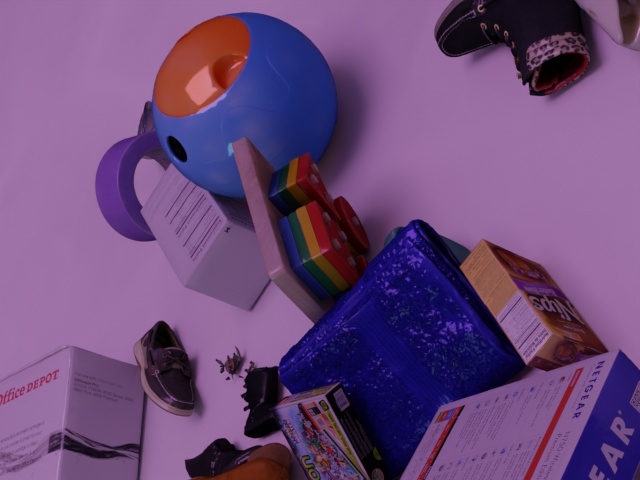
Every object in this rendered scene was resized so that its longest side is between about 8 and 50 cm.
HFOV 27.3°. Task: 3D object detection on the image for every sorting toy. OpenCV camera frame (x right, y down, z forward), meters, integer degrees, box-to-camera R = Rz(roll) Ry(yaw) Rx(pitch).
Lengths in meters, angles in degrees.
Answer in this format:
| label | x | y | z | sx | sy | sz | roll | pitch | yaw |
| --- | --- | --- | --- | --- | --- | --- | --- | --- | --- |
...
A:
| label | x | y | z | sx | sy | sz | roll | pitch | yaw |
| --- | --- | --- | --- | --- | --- | --- | --- | --- | --- |
| sorting toy | 0.000 | 0.000 | 1.827 | 0.089 | 0.257 | 0.255 | -29 | 49 | 12 |

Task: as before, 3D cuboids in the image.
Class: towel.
| label | x | y | z | sx | sy | sz | roll | pitch | yaw |
| --- | --- | --- | --- | --- | --- | --- | --- | --- | --- |
| towel | 0.092 | 0.152 | 1.667 | 0.227 | 0.076 | 0.308 | 51 | 122 | 15 |

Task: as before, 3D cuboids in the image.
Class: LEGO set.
| label | x | y | z | sx | sy | sz | roll | pitch | yaw |
| --- | --- | --- | --- | --- | --- | --- | --- | --- | --- |
| LEGO set | -0.131 | 0.200 | 2.081 | 0.083 | 0.023 | 0.054 | 36 | 104 | 41 |

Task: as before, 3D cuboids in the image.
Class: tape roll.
| label | x | y | z | sx | sy | sz | roll | pitch | yaw |
| --- | --- | --- | --- | --- | --- | --- | --- | --- | --- |
| tape roll | -0.293 | -0.094 | 2.306 | 0.080 | 0.189 | 0.189 | -7 | 66 | 51 |

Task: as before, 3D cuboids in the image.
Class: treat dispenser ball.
| label | x | y | z | sx | sy | sz | roll | pitch | yaw |
| --- | --- | --- | --- | --- | --- | --- | --- | --- | --- |
| treat dispenser ball | -0.117 | -0.209 | 2.045 | 0.288 | 0.288 | 0.288 | -29 | 50 | 42 |

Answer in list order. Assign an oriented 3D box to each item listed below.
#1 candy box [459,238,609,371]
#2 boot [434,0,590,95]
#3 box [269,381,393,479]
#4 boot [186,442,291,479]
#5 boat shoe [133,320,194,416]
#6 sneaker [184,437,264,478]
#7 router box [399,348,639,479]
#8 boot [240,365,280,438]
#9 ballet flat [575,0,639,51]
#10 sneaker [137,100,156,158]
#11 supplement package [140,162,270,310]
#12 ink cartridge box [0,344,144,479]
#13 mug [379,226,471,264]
| label | x | y | z | sx | sy | sz | roll | pitch | yaw |
| --- | --- | --- | --- | --- | --- | --- | --- | --- | --- |
| candy box | 0.252 | 0.084 | 1.550 | 0.053 | 0.109 | 0.186 | -53 | 38 | 21 |
| boot | 0.253 | -0.265 | 1.751 | 0.236 | 0.085 | 0.178 | -27 | 50 | 34 |
| box | 0.028 | 0.288 | 1.688 | 0.114 | 0.036 | 0.207 | -22 | 99 | 46 |
| boot | -0.164 | 0.403 | 1.840 | 0.295 | 0.104 | 0.211 | -39 | 6 | 17 |
| boat shoe | -0.255 | 0.207 | 2.186 | 0.073 | 0.080 | 0.223 | -63 | 30 | 16 |
| sneaker | -0.143 | 0.331 | 1.993 | 0.170 | 0.051 | 0.089 | -46 | 45 | 33 |
| router box | 0.180 | 0.292 | 1.400 | 0.301 | 0.082 | 0.335 | -28 | 22 | 51 |
| boot | -0.074 | 0.234 | 1.963 | 0.121 | 0.045 | 0.099 | -30 | 47 | 43 |
| ballet flat | 0.421 | -0.306 | 1.517 | 0.483 | 0.164 | 0.182 | 3 | 102 | 52 |
| sneaker | -0.258 | -0.213 | 2.401 | 0.297 | 0.129 | 0.111 | 143 | 136 | -63 |
| supplement package | -0.175 | -0.018 | 2.150 | 0.134 | 0.139 | 0.244 | -56 | 36 | 14 |
| ink cartridge box | -0.454 | 0.413 | 2.263 | 0.285 | 0.166 | 0.395 | -26 | 53 | 43 |
| mug | 0.122 | 0.048 | 1.752 | 0.158 | 0.097 | 0.129 | 15 | 84 | 54 |
